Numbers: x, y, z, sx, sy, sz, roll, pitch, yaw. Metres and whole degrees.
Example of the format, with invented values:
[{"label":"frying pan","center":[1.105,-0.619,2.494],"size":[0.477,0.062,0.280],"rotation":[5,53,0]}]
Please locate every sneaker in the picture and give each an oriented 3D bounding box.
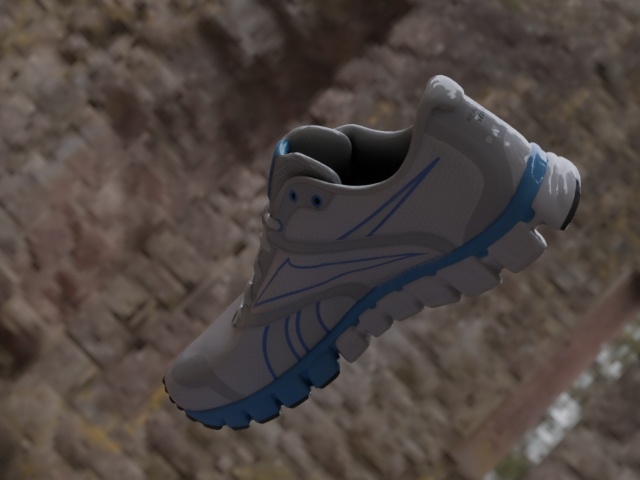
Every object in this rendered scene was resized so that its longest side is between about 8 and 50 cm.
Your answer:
[{"label":"sneaker","center":[0.000,0.000,0.706],"size":[0.083,0.191,0.071],"rotation":[43,31,-19]}]
